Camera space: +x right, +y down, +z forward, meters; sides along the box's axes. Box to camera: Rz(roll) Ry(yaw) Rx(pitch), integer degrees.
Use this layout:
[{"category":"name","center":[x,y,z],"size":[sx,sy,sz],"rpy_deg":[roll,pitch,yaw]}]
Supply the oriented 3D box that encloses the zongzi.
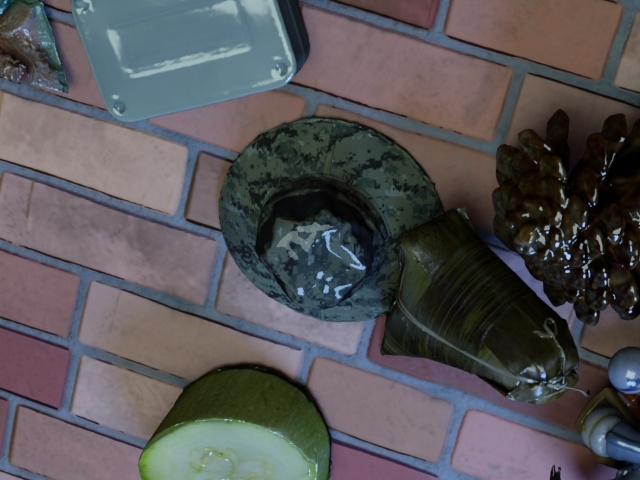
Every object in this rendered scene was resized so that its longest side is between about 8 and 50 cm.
[{"category":"zongzi","center":[0.168,0.125,1.740],"size":[0.247,0.111,0.241],"rpy_deg":[47,147,26]}]

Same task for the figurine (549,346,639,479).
[{"category":"figurine","center":[0.392,0.205,1.721],"size":[0.382,0.261,0.186],"rpy_deg":[-46,48,25]}]

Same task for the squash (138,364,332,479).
[{"category":"squash","center":[-0.095,0.267,1.911],"size":[0.220,0.133,0.220],"rpy_deg":[4,114,9]}]

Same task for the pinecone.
[{"category":"pinecone","center":[0.289,-0.028,1.660],"size":[0.201,0.202,0.228],"rpy_deg":[-22,94,-2]}]

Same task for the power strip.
[{"category":"power strip","center":[-0.158,-0.269,1.726],"size":[0.229,0.141,0.261],"rpy_deg":[-11,109,18]}]

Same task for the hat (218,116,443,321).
[{"category":"hat","center":[0.000,0.000,1.785],"size":[0.266,0.128,0.265],"rpy_deg":[5,113,11]}]

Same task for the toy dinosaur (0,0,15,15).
[{"category":"toy dinosaur","center":[-0.400,-0.294,1.795],"size":[0.383,0.076,0.129],"rpy_deg":[-41,91,12]}]

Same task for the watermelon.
[{"category":"watermelon","center":[-0.365,-0.230,1.835],"size":[0.155,0.080,0.101],"rpy_deg":[17,107,29]}]
